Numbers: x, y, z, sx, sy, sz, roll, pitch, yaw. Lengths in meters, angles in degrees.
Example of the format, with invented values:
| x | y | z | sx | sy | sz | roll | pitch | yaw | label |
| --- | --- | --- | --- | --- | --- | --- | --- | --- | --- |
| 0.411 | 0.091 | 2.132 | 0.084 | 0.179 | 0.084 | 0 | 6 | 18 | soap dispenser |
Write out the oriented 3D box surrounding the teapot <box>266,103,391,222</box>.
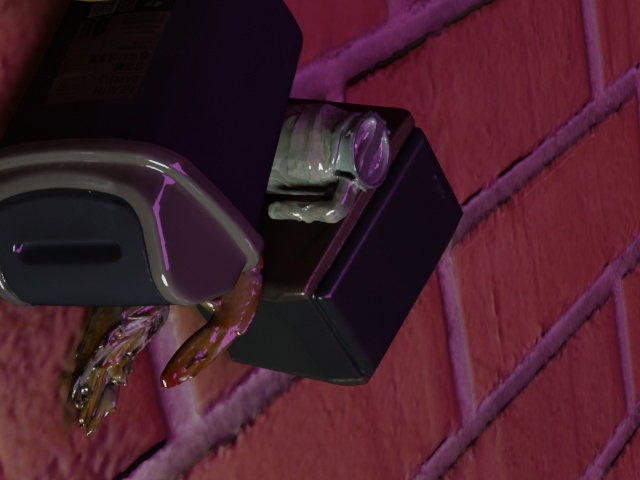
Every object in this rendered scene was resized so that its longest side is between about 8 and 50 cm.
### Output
| x | y | z | sx | sy | sz | roll | pitch | yaw | label |
| --- | --- | --- | --- | --- | --- | --- | --- | --- | --- |
| -0.041 | -0.068 | 1.248 | 0.077 | 0.200 | 0.107 | 43 | 57 | -49 | teapot |

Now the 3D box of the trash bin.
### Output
| x | y | z | sx | sy | sz | roll | pitch | yaw | label |
| --- | --- | --- | --- | --- | --- | --- | --- | --- | --- |
| -0.139 | -0.080 | 1.104 | 0.182 | 0.209 | 0.290 | 48 | 49 | -45 | trash bin |

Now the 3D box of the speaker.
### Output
| x | y | z | sx | sy | sz | roll | pitch | yaw | label |
| --- | --- | --- | --- | --- | --- | --- | --- | --- | --- |
| 0.000 | 0.000 | 1.332 | 0.231 | 0.192 | 0.153 | -59 | 139 | -28 | speaker |

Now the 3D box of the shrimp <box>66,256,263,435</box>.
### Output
| x | y | z | sx | sy | sz | roll | pitch | yaw | label |
| --- | --- | --- | --- | --- | --- | --- | --- | --- | --- |
| -0.132 | 0.070 | 1.203 | 0.236 | 0.133 | 0.053 | -61 | 173 | -22 | shrimp |
